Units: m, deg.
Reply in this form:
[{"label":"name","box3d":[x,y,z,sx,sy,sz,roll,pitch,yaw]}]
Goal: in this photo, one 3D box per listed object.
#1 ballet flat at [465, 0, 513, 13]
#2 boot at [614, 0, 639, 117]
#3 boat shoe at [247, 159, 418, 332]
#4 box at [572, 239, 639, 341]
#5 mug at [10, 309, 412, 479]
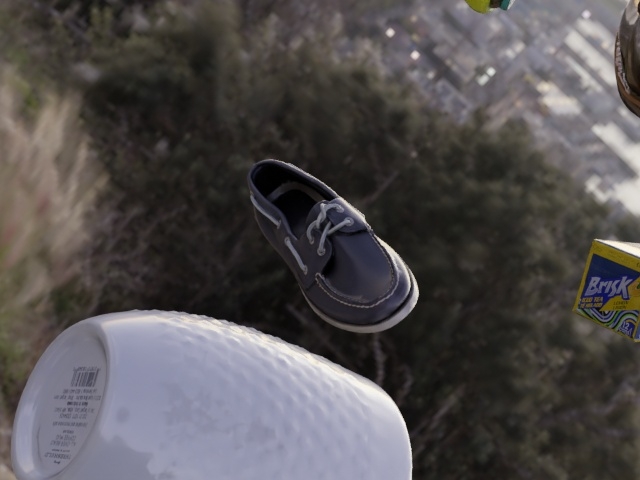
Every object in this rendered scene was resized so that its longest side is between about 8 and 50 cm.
[{"label":"ballet flat","box3d":[0.110,-0.191,0.871,0.077,0.077,0.231,21,22,13]},{"label":"boot","box3d":[0.221,-0.116,0.785,0.305,0.112,0.115,-81,154,-62]},{"label":"boat shoe","box3d":[0.000,0.000,1.053,0.065,0.075,0.206,55,-7,-38]},{"label":"box","box3d":[0.253,0.037,0.953,0.169,0.054,0.059,4,15,-39]},{"label":"mug","box3d":[-0.147,0.204,1.402,0.328,0.276,0.374,27,-8,-35]}]
